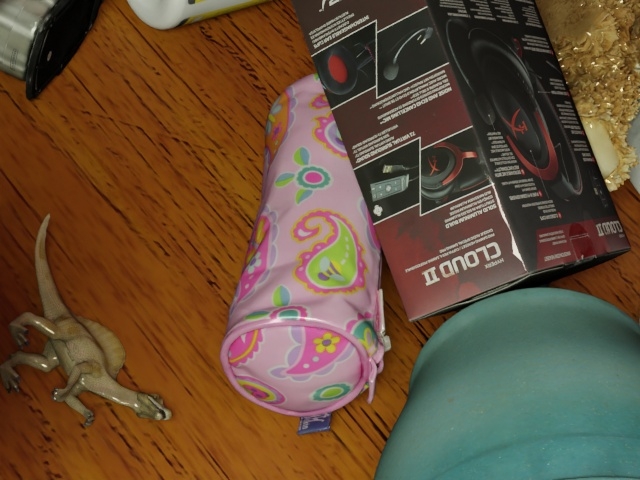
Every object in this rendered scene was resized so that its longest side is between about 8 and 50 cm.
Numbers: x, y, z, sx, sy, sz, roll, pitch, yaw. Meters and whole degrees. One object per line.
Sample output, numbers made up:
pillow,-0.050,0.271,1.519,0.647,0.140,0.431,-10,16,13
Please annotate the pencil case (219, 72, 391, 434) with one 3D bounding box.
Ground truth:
pencil case,0.000,0.000,1.058,0.124,0.124,0.284,15,47,-8

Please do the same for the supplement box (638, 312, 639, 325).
supplement box,0.377,0.077,1.093,0.130,0.073,0.239,-4,20,-24

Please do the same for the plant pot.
plant pot,0.154,0.172,0.889,0.272,0.271,0.255,16,32,-8

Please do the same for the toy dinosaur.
toy dinosaur,-0.184,0.072,0.988,0.093,0.053,0.183,-18,66,-50

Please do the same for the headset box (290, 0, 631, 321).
headset box,0.120,-0.072,1.071,0.218,0.110,0.293,-10,78,-58

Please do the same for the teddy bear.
teddy bear,0.231,-0.169,1.262,0.113,0.245,0.338,47,35,-42

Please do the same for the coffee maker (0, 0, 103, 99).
coffee maker,-0.282,-0.220,1.162,0.178,0.120,0.171,27,23,1

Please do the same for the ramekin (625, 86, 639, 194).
ramekin,0.433,-0.108,1.312,0.277,0.135,0.277,11,48,-12

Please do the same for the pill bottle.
pill bottle,-0.087,-0.262,1.265,0.184,0.103,0.103,-23,62,-35
